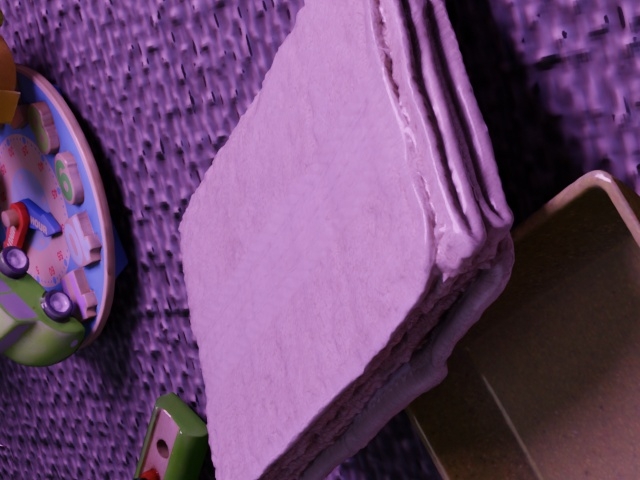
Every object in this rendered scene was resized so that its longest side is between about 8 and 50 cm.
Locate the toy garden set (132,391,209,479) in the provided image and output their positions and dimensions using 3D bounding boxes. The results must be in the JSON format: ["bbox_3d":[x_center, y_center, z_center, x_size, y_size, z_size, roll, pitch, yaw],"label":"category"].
[{"bbox_3d":[-0.062,0.253,0.878,0.244,0.049,0.204,41,127,31],"label":"toy garden set"}]

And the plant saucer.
[{"bbox_3d":[0.124,0.083,0.584,0.188,0.045,0.188,61,144,10],"label":"plant saucer"}]

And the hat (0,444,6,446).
[{"bbox_3d":[-0.372,0.065,1.237,0.173,0.183,0.209,-17,52,48],"label":"hat"}]

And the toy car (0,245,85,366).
[{"bbox_3d":[-0.250,0.005,0.895,0.225,0.053,0.239,45,127,-8],"label":"toy car"}]

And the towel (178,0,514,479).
[{"bbox_3d":[0.000,0.000,0.657,0.282,0.049,0.187,128,138,-51],"label":"towel"}]

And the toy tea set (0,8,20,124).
[{"bbox_3d":[-0.303,-0.075,0.995,0.200,0.124,0.336,37,129,11],"label":"toy tea set"}]

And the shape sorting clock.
[{"bbox_3d":[-0.202,-0.021,0.958,0.206,0.040,0.206,27,128,42],"label":"shape sorting clock"}]
